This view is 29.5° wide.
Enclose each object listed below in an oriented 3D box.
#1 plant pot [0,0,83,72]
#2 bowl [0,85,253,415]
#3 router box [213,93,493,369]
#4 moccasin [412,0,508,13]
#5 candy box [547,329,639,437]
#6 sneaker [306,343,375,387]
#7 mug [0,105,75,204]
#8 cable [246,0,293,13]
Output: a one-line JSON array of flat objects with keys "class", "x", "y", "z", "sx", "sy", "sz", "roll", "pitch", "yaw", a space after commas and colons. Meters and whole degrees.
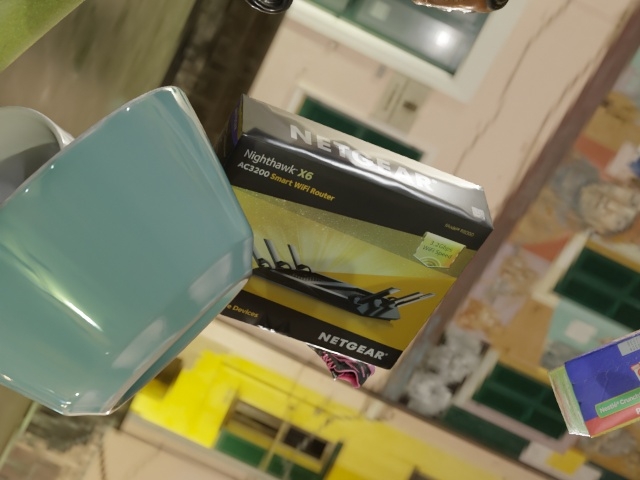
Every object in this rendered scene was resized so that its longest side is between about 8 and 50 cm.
[{"class": "plant pot", "x": -0.399, "y": -0.330, "z": 1.459, "sx": 0.254, "sy": 0.276, "sz": 0.276, "roll": -49, "pitch": -177, "yaw": -1}, {"class": "bowl", "x": -0.176, "y": 0.032, "z": 1.050, "sx": 0.311, "sy": 0.163, "sz": 0.311, "roll": -45, "pitch": 178, "yaw": -2}, {"class": "router box", "x": 0.000, "y": 0.000, "z": 1.374, "sx": 0.243, "sy": 0.309, "sz": 0.081, "roll": -58, "pitch": -158, "yaw": 33}, {"class": "moccasin", "x": 0.156, "y": -0.444, "z": 1.332, "sx": 0.139, "sy": 0.147, "sz": 0.380, "roll": -37, "pitch": 134, "yaw": -55}, {"class": "candy box", "x": 0.493, "y": 0.196, "z": 1.831, "sx": 0.268, "sy": 0.122, "sz": 0.317, "roll": -21, "pitch": 168, "yaw": 3}, {"class": "sneaker", "x": 0.026, "y": 0.188, "z": 1.893, "sx": 0.057, "sy": 0.119, "sz": 0.047, "roll": -55, "pitch": 175, "yaw": -40}, {"class": "mug", "x": -0.389, "y": -0.033, "z": 1.923, "sx": 0.328, "sy": 0.374, "sz": 0.276, "roll": 45, "pitch": 31, "yaw": -58}, {"class": "cable", "x": -0.163, "y": -0.422, "z": 1.790, "sx": 0.139, "sy": 0.287, "sz": 0.072, "roll": -59, "pitch": -145, "yaw": 39}]
